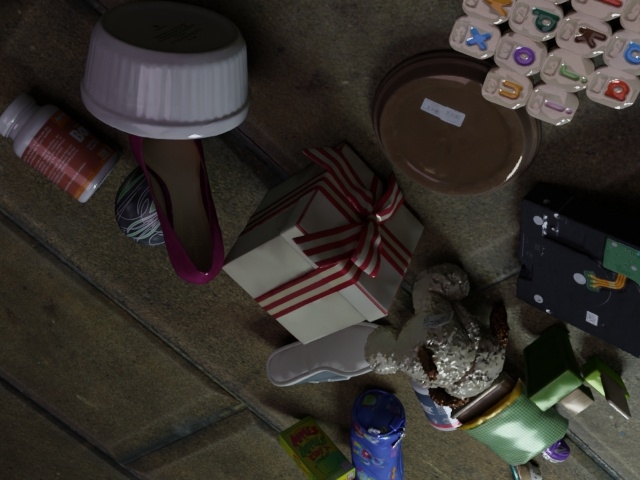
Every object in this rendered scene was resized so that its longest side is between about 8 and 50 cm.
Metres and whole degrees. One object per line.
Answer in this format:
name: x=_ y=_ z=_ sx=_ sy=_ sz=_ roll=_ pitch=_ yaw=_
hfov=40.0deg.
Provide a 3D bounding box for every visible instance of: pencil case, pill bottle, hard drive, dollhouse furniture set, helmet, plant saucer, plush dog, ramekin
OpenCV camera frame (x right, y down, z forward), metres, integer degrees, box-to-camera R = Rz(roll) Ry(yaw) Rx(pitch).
pencil case: x=0.135 y=0.472 z=2.005 sx=0.133 sy=0.119 sz=0.306 roll=31 pitch=143 yaw=29
pill bottle: x=0.242 y=0.292 z=1.791 sx=0.107 sy=0.108 sz=0.180 roll=-5 pitch=128 yaw=29
hard drive: x=0.477 y=0.066 z=1.409 sx=0.339 sy=0.064 sz=0.237 roll=28 pitch=143 yaw=35
dollhouse furniture set: x=0.410 y=0.339 z=1.658 sx=0.197 sy=0.151 sz=0.301 roll=39 pitch=115 yaw=-14
helmet: x=-0.305 y=-0.071 z=1.661 sx=0.169 sy=0.162 sz=0.169 roll=13 pitch=136 yaw=14
plant saucer: x=0.211 y=-0.174 z=1.408 sx=0.277 sy=0.041 sz=0.278 roll=14 pitch=135 yaw=14
plush dog: x=0.244 y=0.205 z=1.617 sx=0.225 sy=0.211 sz=0.262 roll=25 pitch=111 yaw=-30
pill bottle: x=-0.504 y=-0.181 z=1.679 sx=0.216 sy=0.121 sz=0.121 roll=38 pitch=136 yaw=-13
ramekin: x=-0.237 y=-0.276 z=1.370 sx=0.272 sy=0.273 sz=0.127 roll=17 pitch=124 yaw=10

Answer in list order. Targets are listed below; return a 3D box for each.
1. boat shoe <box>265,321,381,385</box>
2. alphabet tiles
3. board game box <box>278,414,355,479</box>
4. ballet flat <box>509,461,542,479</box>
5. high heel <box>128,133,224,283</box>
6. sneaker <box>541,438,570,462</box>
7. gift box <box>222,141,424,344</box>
boat shoe: x=0.034 y=0.243 z=1.877 sx=0.319 sy=0.116 sz=0.099 roll=-19 pitch=164 yaw=30
alphabet tiles: x=0.332 y=-0.299 z=1.218 sx=0.277 sy=0.021 sz=0.284 roll=21 pitch=129 yaw=6
board game box: x=-0.010 y=0.505 z=2.064 sx=0.181 sy=0.092 sz=0.043 roll=44 pitch=149 yaw=35
ballet flat: x=0.465 y=0.539 z=1.969 sx=0.067 sy=0.073 sz=0.206 roll=-17 pitch=130 yaw=3
high heel: x=-0.238 y=-0.113 z=1.499 sx=0.181 sy=0.127 sz=0.377 roll=179 pitch=74 yaw=-73
sneaker: x=0.473 y=0.394 z=1.813 sx=0.071 sy=0.068 sz=0.170 roll=-24 pitch=117 yaw=33
gift box: x=0.000 y=0.000 z=1.521 sx=0.276 sy=0.255 sz=0.258 roll=42 pitch=137 yaw=-22
